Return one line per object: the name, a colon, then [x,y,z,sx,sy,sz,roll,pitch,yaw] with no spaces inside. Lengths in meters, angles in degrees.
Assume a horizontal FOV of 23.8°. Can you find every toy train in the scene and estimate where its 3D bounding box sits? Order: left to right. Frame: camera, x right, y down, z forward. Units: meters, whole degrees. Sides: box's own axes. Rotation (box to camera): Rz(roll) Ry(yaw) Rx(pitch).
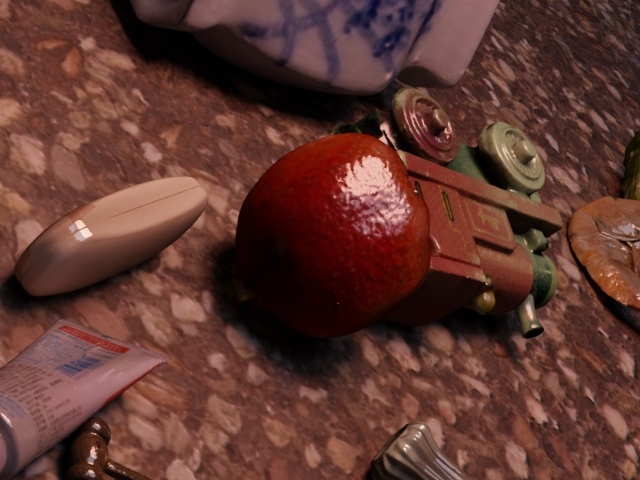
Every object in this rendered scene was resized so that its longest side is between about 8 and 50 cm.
toy train: [0.129,-0.017,1.504,0.304,0.150,0.221,15,51,-44]

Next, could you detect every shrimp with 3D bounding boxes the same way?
shrimp: [0.425,0.040,1.795,0.289,0.075,0.178,32,45,8]

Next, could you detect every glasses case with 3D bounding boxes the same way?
glasses case: [-0.157,-0.005,1.172,0.051,0.081,0.204,51,28,8]

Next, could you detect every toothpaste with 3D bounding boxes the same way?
toothpaste: [-0.188,0.104,1.013,0.089,0.057,0.234,19,24,14]

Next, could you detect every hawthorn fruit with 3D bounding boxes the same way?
hawthorn fruit: [0.000,0.000,1.290,0.188,0.169,0.169,-20,61,-17]

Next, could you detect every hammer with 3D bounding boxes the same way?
hammer: [-0.056,0.210,1.080,0.292,0.029,0.058,32,33,-25]

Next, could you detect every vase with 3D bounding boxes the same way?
vase: [0.111,0.213,1.237,0.148,0.081,0.081,41,29,3]

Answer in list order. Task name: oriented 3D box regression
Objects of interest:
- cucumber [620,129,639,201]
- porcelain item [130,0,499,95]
cucumber: [0.446,-0.047,1.966,0.134,0.134,0.244,39,40,-10]
porcelain item: [0.002,-0.270,1.562,0.405,0.242,0.178,4,29,-46]
